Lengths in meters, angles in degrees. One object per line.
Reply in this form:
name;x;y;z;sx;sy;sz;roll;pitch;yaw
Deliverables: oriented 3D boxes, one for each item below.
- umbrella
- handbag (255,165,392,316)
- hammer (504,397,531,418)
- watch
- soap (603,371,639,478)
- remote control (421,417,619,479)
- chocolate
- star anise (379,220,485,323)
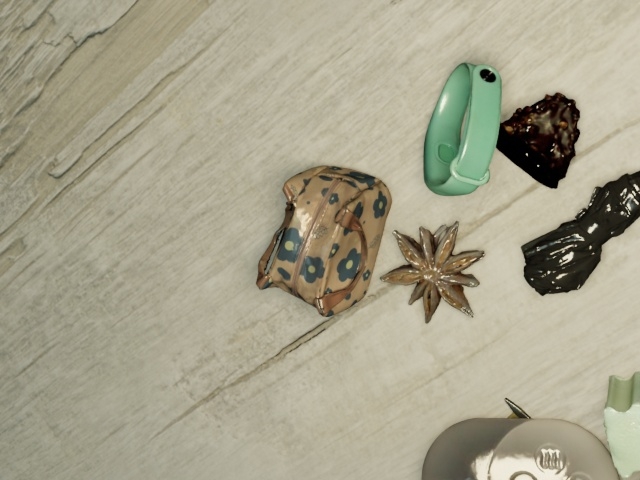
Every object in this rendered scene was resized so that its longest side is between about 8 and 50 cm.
umbrella;0.464;-0.039;1.382;0.340;0.118;0.118;-44;80;17
handbag;0.000;0.000;1.520;0.190;0.193;0.251;19;105;15
hammer;0.293;0.366;1.551;0.062;0.013;0.199;45;110;11
watch;0.231;-0.173;1.395;0.068;0.237;0.195;16;146;-11
soap;0.491;0.287;1.359;0.063;0.198;0.115;-13;90;22
remote control;0.339;0.417;1.471;0.332;0.103;0.221;-2;77;14
chocolate;0.362;-0.179;1.391;0.156;0.156;0.133;39;92;13
star anise;0.200;0.058;1.520;0.195;0.065;0.182;-6;100;19
